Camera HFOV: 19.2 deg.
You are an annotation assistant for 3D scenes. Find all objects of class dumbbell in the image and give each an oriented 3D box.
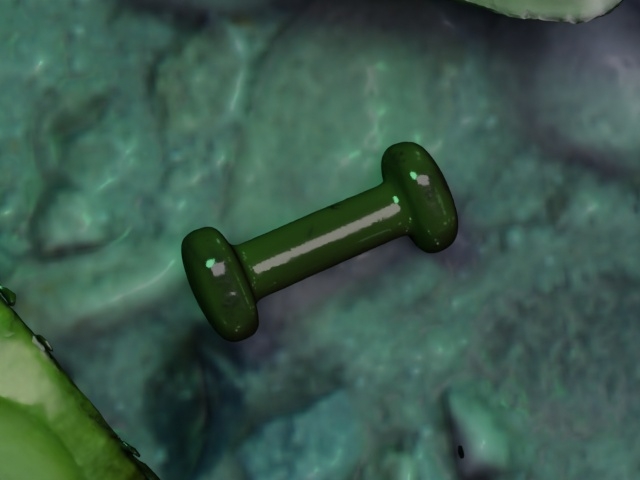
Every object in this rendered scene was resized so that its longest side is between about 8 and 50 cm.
[{"bbox_3d":[0.000,0.000,0.811,0.118,0.046,0.052,-24,97,-10],"label":"dumbbell"}]

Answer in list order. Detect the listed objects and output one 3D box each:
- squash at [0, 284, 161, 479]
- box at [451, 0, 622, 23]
[{"bbox_3d":[-0.200,0.127,0.701,0.260,0.189,0.189,-38,94,-14],"label":"squash"},{"bbox_3d":[0.044,-0.244,0.770,0.220,0.166,0.290,9,86,-9],"label":"box"}]
